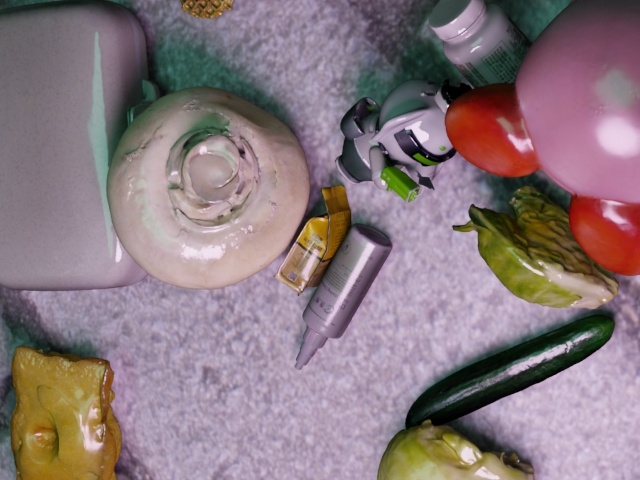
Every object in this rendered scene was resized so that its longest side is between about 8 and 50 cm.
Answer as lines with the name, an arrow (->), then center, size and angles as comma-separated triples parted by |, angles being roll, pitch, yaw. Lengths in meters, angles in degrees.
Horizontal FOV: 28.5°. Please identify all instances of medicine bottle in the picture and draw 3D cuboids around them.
medicine bottle -> -0.339, -0.121, 1.651 | 0.282, 0.123, 0.375 | -2, 93, 24
medicine bottle -> 0.183, -0.208, 1.374 | 0.079, 0.079, 0.140 | -34, 122, 25
medicine bottle -> 0.017, 0.075, 1.529 | 0.057, 0.057, 0.199 | 36, 109, 19

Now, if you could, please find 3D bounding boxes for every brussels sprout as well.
brussels sprout -> 0.236, 0.017, 1.375 | 0.181, 0.139, 0.100 | 45, 119, 12
brussels sprout -> 0.151, 0.293, 1.447 | 0.183, 0.131, 0.146 | 21, 87, 15

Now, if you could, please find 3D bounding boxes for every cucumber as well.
cucumber -> 0.208, 0.153, 1.445 | 0.284, 0.056, 0.056 | -30, 81, 24

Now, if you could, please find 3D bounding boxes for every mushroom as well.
mushroom -> -0.131, -0.067, 1.497 | 0.246, 0.202, 0.246 | 2, 79, -10

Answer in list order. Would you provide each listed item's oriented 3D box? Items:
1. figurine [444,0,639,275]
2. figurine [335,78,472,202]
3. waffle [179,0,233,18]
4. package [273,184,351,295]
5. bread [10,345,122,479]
figurine -> 0.298, -0.130, 1.245 | 0.269, 0.211, 0.261 | 40, 92, 2
figurine -> 0.100, -0.122, 1.433 | 0.192, 0.147, 0.126 | -33, 97, 43
waffle -> -0.142, -0.322, 1.597 | 0.078, 0.016, 0.085 | 16, 102, 20
package -> 0.000, 0.000, 1.524 | 0.047, 0.071, 0.131 | 36, 106, 16
bread -> -0.339, 0.255, 1.708 | 0.160, 0.088, 0.233 | 12, 102, 30
